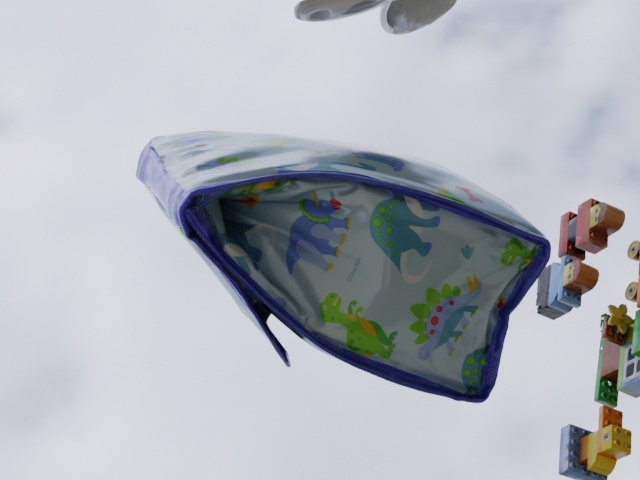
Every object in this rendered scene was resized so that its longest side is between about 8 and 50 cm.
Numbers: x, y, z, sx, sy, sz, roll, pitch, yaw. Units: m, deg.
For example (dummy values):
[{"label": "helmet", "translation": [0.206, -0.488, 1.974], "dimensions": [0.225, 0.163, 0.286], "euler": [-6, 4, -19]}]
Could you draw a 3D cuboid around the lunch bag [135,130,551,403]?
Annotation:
[{"label": "lunch bag", "translation": [0.000, 0.000, 0.784], "dimensions": [0.151, 0.129, 0.096], "euler": [22, -85, -17]}]

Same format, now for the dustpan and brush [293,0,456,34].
[{"label": "dustpan and brush", "translation": [0.055, -0.145, 0.967], "dimensions": [0.211, 0.147, 0.060], "euler": [-11, -114, -42]}]

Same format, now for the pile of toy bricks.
[{"label": "pile of toy bricks", "translation": [0.210, 0.058, 1.159], "dimensions": [0.118, 0.105, 0.212], "euler": [21, -121, -23]}]
